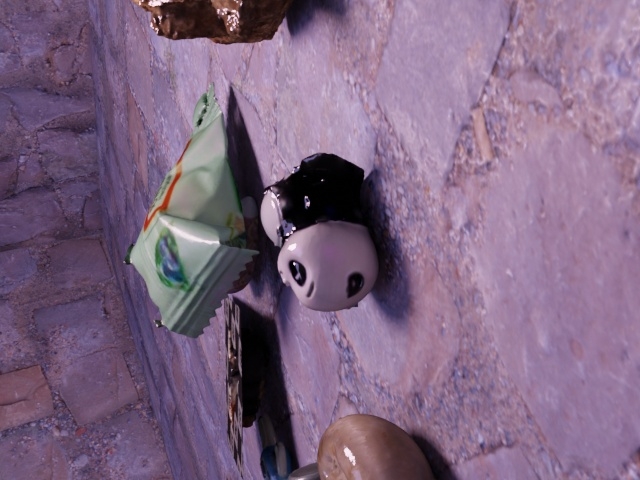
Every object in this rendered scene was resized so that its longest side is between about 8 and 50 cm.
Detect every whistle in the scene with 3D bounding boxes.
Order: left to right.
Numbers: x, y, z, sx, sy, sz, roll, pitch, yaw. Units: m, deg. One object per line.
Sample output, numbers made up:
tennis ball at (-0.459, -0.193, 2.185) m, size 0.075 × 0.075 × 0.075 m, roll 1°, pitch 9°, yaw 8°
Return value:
whistle at (-0.081, 0.453, 1.645) m, size 0.114 × 0.077 × 0.236 m, roll 112°, pitch 148°, yaw -49°

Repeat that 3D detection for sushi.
sushi at (-0.146, 0.283, 1.722) m, size 0.320 × 0.068 × 0.340 m, roll -178°, pitch 87°, yaw -78°

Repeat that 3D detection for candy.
candy at (-0.224, -0.063, 1.521) m, size 0.263 × 0.172 × 0.398 m, roll -44°, pitch 38°, yaw 40°

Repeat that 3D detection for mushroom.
mushroom at (0.036, 0.330, 1.044) m, size 0.207 × 0.215 × 0.207 m, roll 56°, pitch 158°, yaw 37°

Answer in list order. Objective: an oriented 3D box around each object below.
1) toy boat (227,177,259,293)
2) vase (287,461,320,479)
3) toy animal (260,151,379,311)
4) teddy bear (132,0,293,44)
toy boat at (-0.160, -0.002, 1.619) m, size 0.155 × 0.085 × 0.228 m, roll 43°, pitch 130°, yaw 45°
vase at (0.016, 0.479, 1.388) m, size 0.086 × 0.086 × 0.214 m, roll 158°, pitch 95°, yaw -70°
toy animal at (0.000, 0.000, 1.064) m, size 0.166 × 0.138 × 0.179 m, roll 91°, pitch 168°, yaw -76°
teddy bear at (-0.147, -0.370, 1.132) m, size 0.296 × 0.246 × 0.222 m, roll 40°, pitch 167°, yaw 15°
